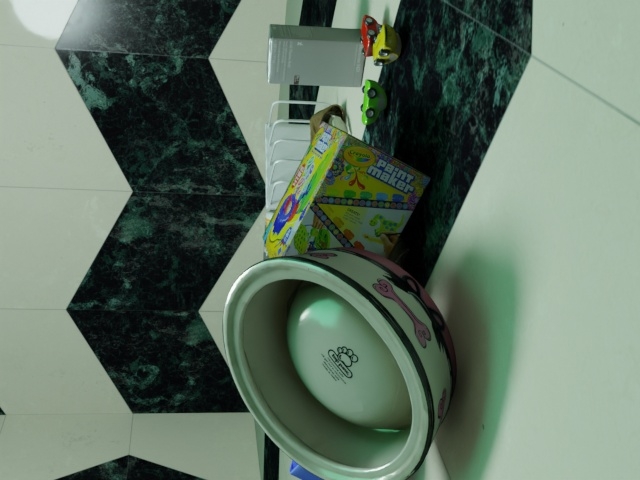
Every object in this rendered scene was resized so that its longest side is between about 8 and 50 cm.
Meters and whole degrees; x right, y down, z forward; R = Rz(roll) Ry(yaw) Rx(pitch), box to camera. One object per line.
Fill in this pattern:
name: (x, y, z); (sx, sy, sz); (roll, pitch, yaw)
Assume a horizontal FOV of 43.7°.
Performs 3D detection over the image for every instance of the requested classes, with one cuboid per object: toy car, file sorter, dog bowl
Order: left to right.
file sorter: (-0.055, -0.247, 2.293); (0.173, 0.193, 0.277); (113, 157, -66)
dog bowl: (0.038, 0.190, 1.288); (0.408, 0.150, 0.407); (19, 123, 33)
toy car: (0.123, -0.359, 1.710); (0.239, 0.053, 0.224); (-112, 25, -68)

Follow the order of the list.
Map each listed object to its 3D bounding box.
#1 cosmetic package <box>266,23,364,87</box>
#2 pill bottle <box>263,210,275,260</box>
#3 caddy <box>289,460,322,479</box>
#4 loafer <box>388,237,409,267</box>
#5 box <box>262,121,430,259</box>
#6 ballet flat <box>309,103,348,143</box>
cosmetic package: (-0.012, -0.457, 1.975); (0.107, 0.238, 0.127); (-98, 11, -55)
pill bottle: (-0.109, 0.042, 2.659); (0.162, 0.162, 0.278); (-136, 48, -77)
caddy: (0.067, 0.383, 1.572); (0.341, 0.179, 0.241); (112, 179, -65)
loafer: (0.131, 0.112, 1.553); (0.094, 0.087, 0.251); (-29, -41, -57)
box: (0.037, -0.057, 1.531); (0.279, 0.177, 0.290); (-62, 14, 7)
ballet flat: (0.033, -0.222, 2.115); (0.124, 0.116, 0.342); (-44, 38, 51)
